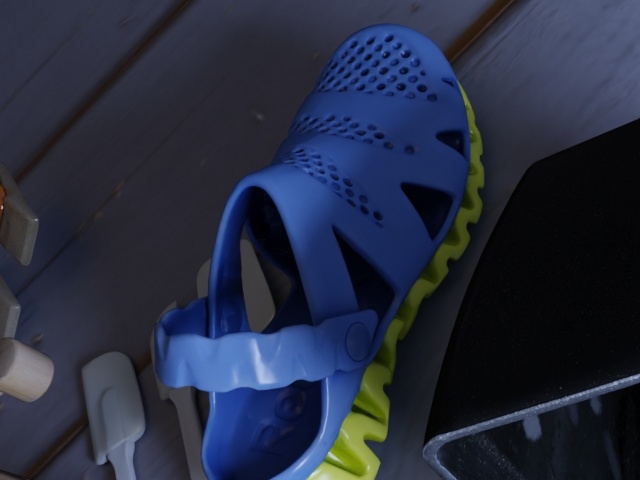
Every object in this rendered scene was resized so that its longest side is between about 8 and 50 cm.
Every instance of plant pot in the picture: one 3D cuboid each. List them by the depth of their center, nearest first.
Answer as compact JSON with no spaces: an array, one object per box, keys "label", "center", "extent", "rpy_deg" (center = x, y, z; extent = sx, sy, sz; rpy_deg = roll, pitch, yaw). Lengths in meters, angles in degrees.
[{"label":"plant pot","center":[0.169,0.040,0.510],"extent":[0.188,0.187,0.167],"rpy_deg":[-23,39,28]}]

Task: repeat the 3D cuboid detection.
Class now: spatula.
[{"label":"spatula","center":[-0.077,0.126,0.768],"extent":[0.168,0.019,0.242],"rpy_deg":[-35,46,16]}]

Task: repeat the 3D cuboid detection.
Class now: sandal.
[{"label":"sandal","center":[0.000,0.000,0.693],"extent":[0.126,0.138,0.317],"rpy_deg":[-3,57,34]}]

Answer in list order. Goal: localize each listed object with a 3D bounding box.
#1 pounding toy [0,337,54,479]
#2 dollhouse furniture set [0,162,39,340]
[{"label":"pounding toy","center":[-0.193,0.171,0.775],"extent":[0.181,0.094,0.206],"rpy_deg":[4,71,45]},{"label":"dollhouse furniture set","center":[-0.372,0.040,0.922],"extent":[0.135,0.262,0.259],"rpy_deg":[50,130,48]}]
